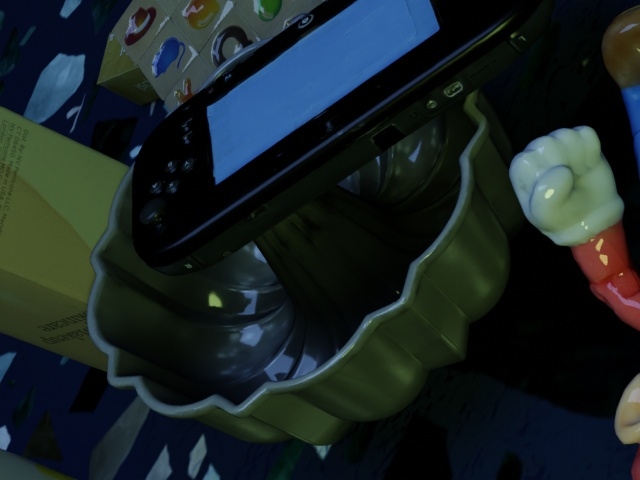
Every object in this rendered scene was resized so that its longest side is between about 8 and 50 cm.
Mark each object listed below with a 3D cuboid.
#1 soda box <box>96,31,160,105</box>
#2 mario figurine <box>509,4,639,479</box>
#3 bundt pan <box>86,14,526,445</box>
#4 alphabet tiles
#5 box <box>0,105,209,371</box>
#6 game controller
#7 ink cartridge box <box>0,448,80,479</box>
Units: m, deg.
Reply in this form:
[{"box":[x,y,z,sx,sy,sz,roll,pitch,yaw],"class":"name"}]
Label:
[{"box":[-0.145,-0.187,1.441,0.181,0.058,0.061,-13,60,51],"class":"soda box"},{"box":[0.215,0.003,0.726,0.198,0.170,0.320,-28,46,40],"class":"mario figurine"},{"box":[0.000,0.000,1.021,0.331,0.124,0.331,-23,46,26],"class":"bundt pan"},{"box":[-0.058,-0.230,1.303,0.285,0.011,0.342,-52,53,20],"class":"alphabet tiles"},{"box":[-0.193,0.011,1.146,0.148,0.311,0.121,-18,54,49],"class":"box"},{"box":[0.005,-0.101,0.952,0.319,0.067,0.166,-33,42,16],"class":"game controller"},{"box":[-0.205,0.248,0.895,0.160,0.385,0.279,-63,17,6],"class":"ink cartridge box"}]
